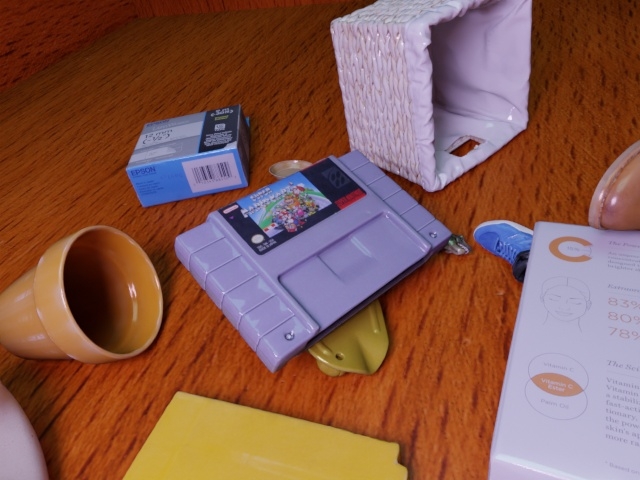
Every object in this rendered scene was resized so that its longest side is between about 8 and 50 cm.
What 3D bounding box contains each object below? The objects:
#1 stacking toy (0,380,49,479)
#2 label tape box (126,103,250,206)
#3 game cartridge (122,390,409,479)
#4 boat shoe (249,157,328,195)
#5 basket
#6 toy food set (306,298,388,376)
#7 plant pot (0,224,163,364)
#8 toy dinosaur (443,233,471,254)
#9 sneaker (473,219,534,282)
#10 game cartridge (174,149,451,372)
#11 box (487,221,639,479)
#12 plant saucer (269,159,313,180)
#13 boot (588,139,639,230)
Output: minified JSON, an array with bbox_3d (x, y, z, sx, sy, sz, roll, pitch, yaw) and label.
[{"bbox_3d":[-0.573,0.340,0.497,0.479,0.351,0.351,-34,40,0],"label":"stacking toy"},{"bbox_3d":[-0.305,-0.240,1.229,0.249,0.115,0.348,-11,40,2],"label":"label tape box"},{"bbox_3d":[-0.086,0.321,0.534,0.323,0.053,0.285,7,42,20],"label":"game cartridge"},{"bbox_3d":[-0.017,-0.028,0.889,0.156,0.136,0.367,23,41,32],"label":"boat shoe"},{"bbox_3d":[0.228,-0.337,1.028,0.328,0.332,0.266,-34,41,-25],"label":"basket"},{"bbox_3d":[0.023,0.119,0.742,0.128,0.071,0.218,9,39,-12],"label":"toy food set"},{"bbox_3d":[-0.387,0.101,0.783,0.187,0.205,0.205,-18,36,19],"label":"plant pot"},{"bbox_3d":[0.124,-0.035,0.866,0.268,0.064,0.118,42,62,18],"label":"toy dinosaur"},{"bbox_3d":[0.303,0.020,0.781,0.152,0.058,0.084,22,41,27],"label":"sneaker"},{"bbox_3d":[0.000,0.000,0.728,0.355,0.068,0.230,-31,70,-33],"label":"game cartridge"},{"bbox_3d":[0.305,0.151,0.511,0.214,0.168,0.345,9,39,25],"label":"box"},{"bbox_3d":[-0.050,-0.122,0.900,0.083,0.015,0.083,-1,30,1],"label":"plant saucer"},{"bbox_3d":[0.449,-0.027,0.516,0.283,0.109,0.220,-8,32,-23],"label":"boot"}]
